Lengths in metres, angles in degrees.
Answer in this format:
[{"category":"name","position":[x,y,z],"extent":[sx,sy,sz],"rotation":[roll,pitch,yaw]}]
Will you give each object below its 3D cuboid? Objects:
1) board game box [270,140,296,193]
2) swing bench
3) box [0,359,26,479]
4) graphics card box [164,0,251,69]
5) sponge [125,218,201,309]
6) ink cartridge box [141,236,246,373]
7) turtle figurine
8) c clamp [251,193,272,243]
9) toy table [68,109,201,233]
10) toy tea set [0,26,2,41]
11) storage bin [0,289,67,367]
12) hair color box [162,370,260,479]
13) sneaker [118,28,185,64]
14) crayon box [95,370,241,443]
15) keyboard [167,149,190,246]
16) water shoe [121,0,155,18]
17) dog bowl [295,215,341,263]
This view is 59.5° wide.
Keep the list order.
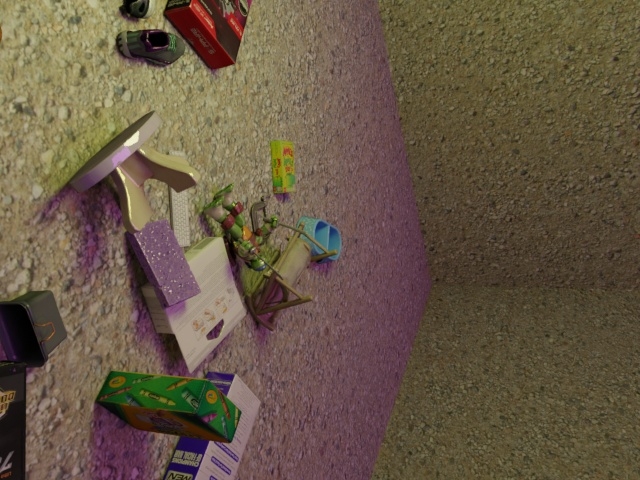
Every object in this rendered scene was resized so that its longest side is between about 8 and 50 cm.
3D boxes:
[{"category":"board game box","position":[-0.132,-0.261,1.991],"extent":[0.092,0.043,0.182],"rotation":[-14,102,-64]},{"category":"swing bench","position":[-0.110,0.119,1.845],"extent":[0.165,0.254,0.253],"rotation":[40,42,-11]},{"category":"box","position":[-0.627,0.366,0.905],"extent":[0.295,0.073,0.294],"rotation":[2,86,-64]},{"category":"graphics card box","position":[-0.298,-0.714,1.599],"extent":[0.233,0.094,0.371],"rotation":[45,49,-55]},{"category":"sponge","position":[-0.382,0.054,1.372],"extent":[0.117,0.031,0.210],"rotation":[-25,89,-57]},{"category":"ink cartridge box","position":[-0.334,0.168,1.528],"extent":[0.296,0.066,0.261],"rotation":[-47,130,-55]},{"category":"turtle figurine","position":[-0.191,-0.039,1.631],"extent":[0.198,0.274,0.266],"rotation":[-47,112,-27]},{"category":"c clamp","position":[-0.190,-0.073,1.889],"extent":[0.137,0.022,0.161],"rotation":[-17,104,-64]},{"category":"toy table","position":[-0.401,-0.149,1.232],"extent":[0.161,0.252,0.274],"rotation":[53,49,-26]},{"category":"toy tea set","position":[-0.614,-0.358,0.910],"extent":[0.200,0.124,0.336],"rotation":[15,95,-30]},{"category":"storage bin","position":[-0.543,0.160,1.071],"extent":[0.091,0.098,0.135],"rotation":[-58,140,-65]},{"category":"hair color box","position":[-0.296,0.559,1.554],"extent":[0.185,0.110,0.339],"rotation":[64,34,-44]},{"category":"sneaker","position":[-0.389,-0.483,1.391],"extent":[0.223,0.098,0.083],"rotation":[-35,121,-60]},{"category":"crayon box","position":[-0.340,0.374,1.264],"extent":[0.165,0.278,0.081],"rotation":[61,36,-44]},{"category":"keyboard","position":[-0.378,-0.111,1.503],"extent":[0.072,0.014,0.256],"rotation":[-10,99,-64]},{"category":"water shoe","position":[-0.438,-0.635,1.324],"extent":[0.080,0.072,0.203],"rotation":[-19,106,-61]},{"category":"dog bowl","position":[0.000,0.000,2.227],"extent":[0.297,0.074,0.166],"rotation":[26,66,-61]}]
